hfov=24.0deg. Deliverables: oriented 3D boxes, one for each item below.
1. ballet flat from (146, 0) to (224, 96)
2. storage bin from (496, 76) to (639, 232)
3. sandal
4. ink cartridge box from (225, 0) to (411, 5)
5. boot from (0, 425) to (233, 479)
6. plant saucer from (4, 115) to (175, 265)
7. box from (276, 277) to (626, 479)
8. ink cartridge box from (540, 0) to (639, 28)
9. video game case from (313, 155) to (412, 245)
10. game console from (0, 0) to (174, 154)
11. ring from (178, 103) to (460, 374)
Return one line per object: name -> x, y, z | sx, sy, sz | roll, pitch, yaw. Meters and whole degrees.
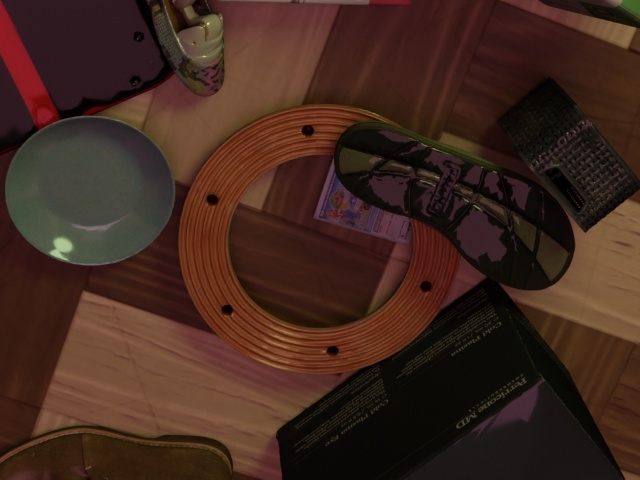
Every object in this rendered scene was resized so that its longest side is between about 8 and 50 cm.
ballet flat -> -0.151, -0.264, 1.666 | 0.077, 0.079, 0.222 | -35, 110, -39
storage bin -> 0.279, -0.100, 1.695 | 0.084, 0.180, 0.122 | -40, 106, 9
sandal -> 0.159, -0.053, 1.717 | 0.302, 0.086, 0.120 | 30, 105, -3
ink cartridge box -> -0.007, -0.342, 1.646 | 0.217, 0.092, 0.159 | 1, 108, -2
boot -> -0.261, 0.299, 1.835 | 0.305, 0.115, 0.112 | -2, 110, -1
plant saucer -> -0.266, -0.063, 1.742 | 0.194, 0.037, 0.195 | -4, 120, -7
box -> 0.137, 0.254, 1.737 | 0.343, 0.312, 0.179 | -36, 107, 9
ink cartridge box -> 0.220, -0.337, 1.551 | 0.278, 0.201, 0.117 | 24, 94, -32
video game case -> 0.062, -0.051, 1.789 | 0.122, 0.011, 0.087 | 16, 107, -8
game console -> -0.388, -0.288, 1.669 | 0.342, 0.060, 0.387 | -25, 109, 0
ring -> 0.000, 0.000, 1.781 | 0.336, 0.032, 0.337 | -1, 109, -2
